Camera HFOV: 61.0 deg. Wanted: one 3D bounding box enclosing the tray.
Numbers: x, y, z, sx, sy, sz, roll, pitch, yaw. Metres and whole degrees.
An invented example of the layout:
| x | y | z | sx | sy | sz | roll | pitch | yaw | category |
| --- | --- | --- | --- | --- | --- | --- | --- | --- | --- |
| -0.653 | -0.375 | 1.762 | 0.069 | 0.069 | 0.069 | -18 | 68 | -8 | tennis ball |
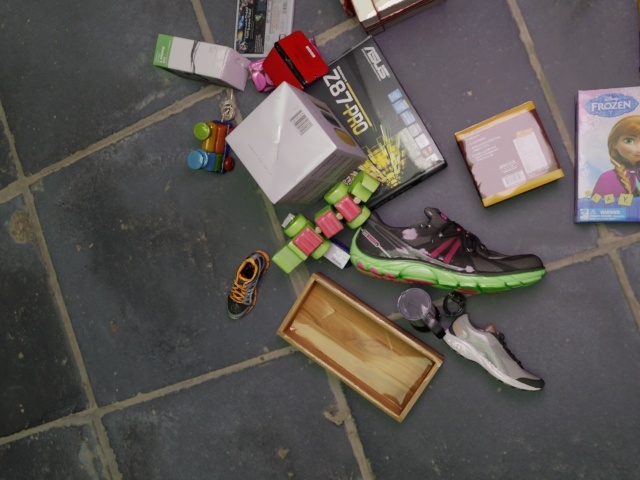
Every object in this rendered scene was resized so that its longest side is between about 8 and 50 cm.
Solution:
| x | y | z | sx | sy | sz | roll | pitch | yaw | category |
| --- | --- | --- | --- | --- | --- | --- | --- | --- | --- |
| 0.104 | 0.283 | 1.483 | 0.411 | 0.076 | 0.202 | 33 | 100 | 12 | tray |

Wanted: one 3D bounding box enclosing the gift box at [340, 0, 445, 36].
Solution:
| x | y | z | sx | sy | sz | roll | pitch | yaw | category |
| --- | --- | --- | --- | --- | --- | --- | --- | --- | --- |
| 0.152 | -0.685 | 1.356 | 0.258 | 0.255 | 0.276 | -21 | 91 | 14 | gift box |

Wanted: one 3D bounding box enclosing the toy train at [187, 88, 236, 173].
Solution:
| x | y | z | sx | sy | sz | roll | pitch | yaw | category |
| --- | --- | --- | --- | --- | --- | --- | --- | --- | --- |
| -0.307 | -0.315 | 1.544 | 0.105 | 0.143 | 0.247 | 14 | 101 | 15 | toy train |

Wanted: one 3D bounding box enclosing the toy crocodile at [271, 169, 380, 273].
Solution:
| x | y | z | sx | sy | sz | roll | pitch | yaw | category |
| --- | --- | --- | --- | --- | --- | --- | --- | --- | --- |
| 0.014 | -0.042 | 1.367 | 0.341 | 0.105 | 0.115 | -39 | 103 | 12 | toy crocodile |

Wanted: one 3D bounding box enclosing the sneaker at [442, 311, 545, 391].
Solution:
| x | y | z | sx | sy | sz | roll | pitch | yaw | category |
| --- | --- | --- | --- | --- | --- | --- | --- | --- | --- |
| 0.444 | 0.284 | 1.369 | 0.272 | 0.100 | 0.108 | 33 | 95 | 13 | sneaker |

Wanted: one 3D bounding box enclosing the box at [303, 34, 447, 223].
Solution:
| x | y | z | sx | sy | sz | roll | pitch | yaw | category |
| --- | --- | --- | --- | --- | --- | --- | --- | --- | --- |
| 0.104 | -0.287 | 1.454 | 0.318 | 0.097 | 0.394 | -30 | 82 | 16 | box |

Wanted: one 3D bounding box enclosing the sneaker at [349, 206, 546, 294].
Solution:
| x | y | z | sx | sy | sz | roll | pitch | yaw | category |
| --- | --- | --- | --- | --- | --- | --- | --- | --- | --- |
| 0.318 | 0.020 | 1.354 | 0.484 | 0.185 | 0.202 | 10 | 82 | 7 | sneaker |

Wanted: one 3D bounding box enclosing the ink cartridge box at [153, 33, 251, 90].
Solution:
| x | y | z | sx | sy | sz | roll | pitch | yaw | category |
| --- | --- | --- | --- | --- | --- | --- | --- | --- | --- |
| -0.332 | -0.504 | 1.547 | 0.220 | 0.160 | 0.092 | 17 | 97 | 16 | ink cartridge box |

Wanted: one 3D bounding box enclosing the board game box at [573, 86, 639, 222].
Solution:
| x | y | z | sx | sy | sz | roll | pitch | yaw | category |
| --- | --- | --- | --- | --- | --- | --- | --- | --- | --- |
| 0.770 | -0.200 | 1.275 | 0.319 | 0.066 | 0.317 | -1 | 91 | 17 | board game box |

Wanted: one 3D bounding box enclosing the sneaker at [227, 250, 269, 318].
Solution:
| x | y | z | sx | sy | sz | roll | pitch | yaw | category |
| --- | --- | --- | --- | --- | --- | --- | --- | --- | --- |
| -0.223 | 0.128 | 1.571 | 0.084 | 0.083 | 0.214 | 24 | 99 | 13 | sneaker |

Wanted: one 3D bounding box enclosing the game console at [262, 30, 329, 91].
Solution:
| x | y | z | sx | sy | sz | roll | pitch | yaw | category |
| --- | --- | --- | --- | --- | --- | --- | --- | --- | --- |
| -0.068 | -0.461 | 1.449 | 0.124 | 0.085 | 0.144 | -33 | 84 | -14 | game console |

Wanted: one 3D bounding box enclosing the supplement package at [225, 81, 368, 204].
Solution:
| x | y | z | sx | sy | sz | roll | pitch | yaw | category |
| --- | --- | --- | --- | --- | --- | --- | --- | --- | --- |
| -0.048 | -0.222 | 1.321 | 0.198 | 0.263 | 0.199 | -40 | 80 | 18 | supplement package |

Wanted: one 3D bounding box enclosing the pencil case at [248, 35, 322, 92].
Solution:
| x | y | z | sx | sy | sz | roll | pitch | yaw | category |
| --- | --- | --- | --- | --- | --- | --- | --- | --- | --- |
| -0.099 | -0.487 | 1.511 | 0.210 | 0.098 | 0.095 | -18 | 66 | 15 | pencil case |

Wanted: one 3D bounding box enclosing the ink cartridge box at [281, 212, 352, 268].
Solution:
| x | y | z | sx | sy | sz | roll | pitch | yaw | category |
| --- | --- | --- | --- | --- | --- | --- | --- | --- | --- |
| 0.000 | 0.000 | 1.494 | 0.207 | 0.097 | 0.046 | 36 | 100 | 13 | ink cartridge box |

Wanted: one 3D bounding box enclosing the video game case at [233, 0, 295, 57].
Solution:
| x | y | z | sx | sy | sz | roll | pitch | yaw | category |
| --- | --- | --- | --- | --- | --- | --- | --- | --- | --- |
| -0.162 | -0.623 | 1.567 | 0.173 | 0.022 | 0.190 | 6 | 94 | 16 | video game case |

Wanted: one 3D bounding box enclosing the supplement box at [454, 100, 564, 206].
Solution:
| x | y | z | sx | sy | sz | roll | pitch | yaw | category |
| --- | --- | --- | --- | --- | --- | --- | --- | --- | --- |
| 0.457 | -0.204 | 1.335 | 0.192 | 0.129 | 0.194 | -22 | 85 | 16 | supplement box |

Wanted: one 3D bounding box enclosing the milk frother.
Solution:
| x | y | z | sx | sy | sz | roll | pitch | yaw | category |
| --- | --- | --- | --- | --- | --- | --- | --- | --- | --- |
| 0.287 | 0.165 | 1.386 | 0.129 | 0.135 | 0.143 | 28 | 81 | 30 | milk frother |

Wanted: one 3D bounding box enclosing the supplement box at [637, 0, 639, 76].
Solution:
| x | y | z | sx | sy | sz | roll | pitch | yaw | category |
| --- | --- | --- | --- | --- | --- | --- | --- | --- | --- |
| 0.902 | -0.485 | 1.162 | 0.357 | 0.195 | 0.194 | -2 | 91 | 17 | supplement box |
